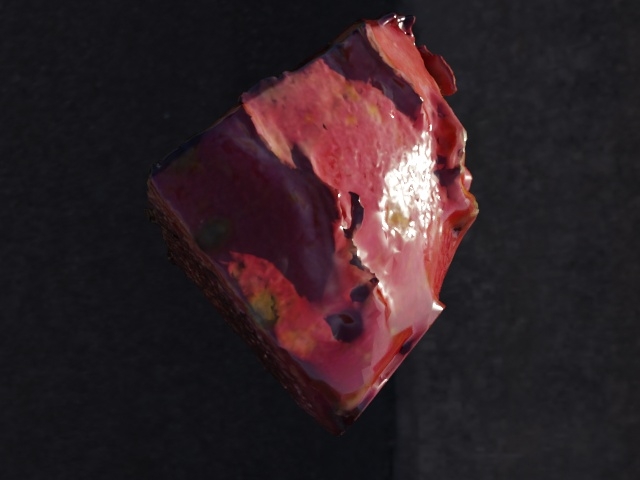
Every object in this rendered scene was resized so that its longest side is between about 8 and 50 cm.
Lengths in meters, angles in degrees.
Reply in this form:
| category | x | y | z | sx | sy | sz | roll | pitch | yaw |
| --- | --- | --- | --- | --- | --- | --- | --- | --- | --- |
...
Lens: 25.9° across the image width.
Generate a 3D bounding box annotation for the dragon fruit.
| category | x | y | z | sx | sy | sz | roll | pitch | yaw |
| --- | --- | --- | --- | --- | --- | --- | --- | --- | --- |
| dragon fruit | 0.000 | 0.000 | 0.682 | 0.163 | 0.261 | 0.189 | -12 | 85 | -7 |
